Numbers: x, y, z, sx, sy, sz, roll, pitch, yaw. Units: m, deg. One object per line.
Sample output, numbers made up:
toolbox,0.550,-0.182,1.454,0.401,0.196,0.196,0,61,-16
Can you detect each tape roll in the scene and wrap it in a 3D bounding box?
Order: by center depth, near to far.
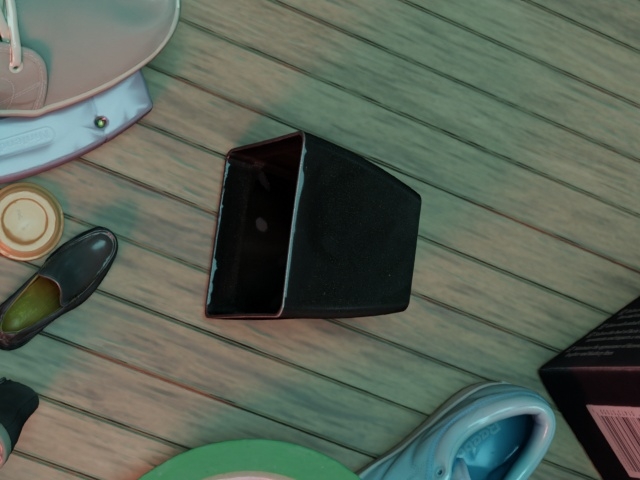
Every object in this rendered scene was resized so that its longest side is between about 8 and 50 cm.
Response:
tape roll,-0.075,0.348,1.494,0.321,0.077,0.321,-2,49,3

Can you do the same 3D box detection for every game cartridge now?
game cartridge,-0.335,-0.160,1.579,0.294,0.060,0.196,-18,86,-16

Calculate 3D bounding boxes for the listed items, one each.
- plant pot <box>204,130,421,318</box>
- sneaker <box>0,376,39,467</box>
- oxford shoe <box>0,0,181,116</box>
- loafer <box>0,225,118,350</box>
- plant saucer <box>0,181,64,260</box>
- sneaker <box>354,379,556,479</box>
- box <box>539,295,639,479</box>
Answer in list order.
plant pot,0.000,0.000,1.600,0.167,0.187,0.188,10,82,-28
sneaker,-0.397,0.195,1.522,0.222,0.118,0.083,-3,106,12
oxford shoe,-0.349,-0.203,1.488,0.449,0.130,0.169,-11,87,-18
loafer,-0.273,0.049,1.570,0.062,0.061,0.170,45,75,-7
plant saucer,-0.311,-0.020,1.592,0.083,0.013,0.083,2,83,-16
sneaker,0.108,0.282,1.610,0.135,0.150,0.366,45,75,-7
box,0.495,0.120,1.660,0.395,0.293,0.212,-34,95,-16
